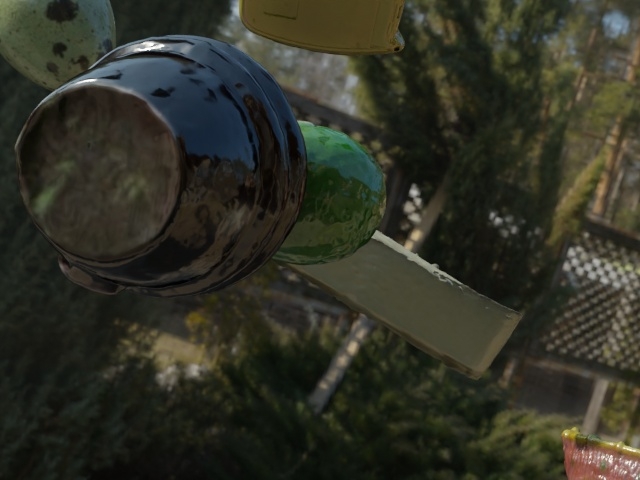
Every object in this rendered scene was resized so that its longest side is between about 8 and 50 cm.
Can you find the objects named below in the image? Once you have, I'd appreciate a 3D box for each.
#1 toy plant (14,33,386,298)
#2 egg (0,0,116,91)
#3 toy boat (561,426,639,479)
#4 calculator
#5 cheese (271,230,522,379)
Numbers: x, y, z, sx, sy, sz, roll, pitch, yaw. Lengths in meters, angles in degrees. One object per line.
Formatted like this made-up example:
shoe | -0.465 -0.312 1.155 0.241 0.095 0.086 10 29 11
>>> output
toy plant | -0.078 -0.048 0.678 0.218 0.176 0.235 24 15 18
egg | -0.382 -0.309 1.432 0.228 0.177 0.177 59 14 14
toy boat | 0.408 0.312 1.239 0.099 0.141 0.318 -32 28 -27
calculator | 0.004 -0.310 1.273 0.236 0.157 0.033 9 39 -3
cheese | 0.000 0.001 0.951 0.400 0.085 0.034 31 20 3
